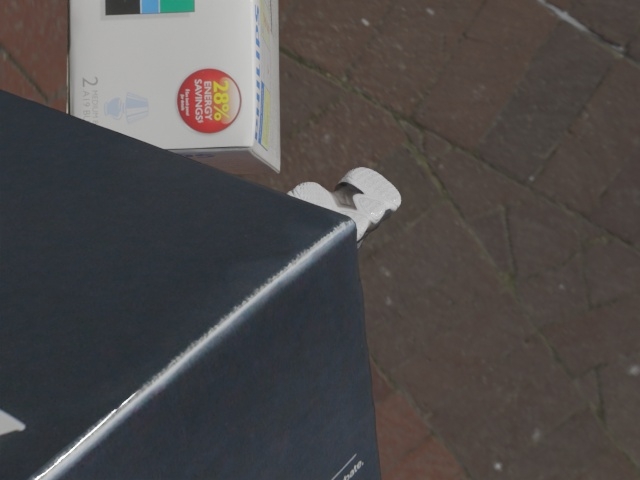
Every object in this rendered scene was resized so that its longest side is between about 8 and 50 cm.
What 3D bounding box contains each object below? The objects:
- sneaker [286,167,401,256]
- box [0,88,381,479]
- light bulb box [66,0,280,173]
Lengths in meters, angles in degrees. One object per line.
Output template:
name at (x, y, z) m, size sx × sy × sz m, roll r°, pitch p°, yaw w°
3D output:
sneaker at (0.000, 0.000, 1.494) m, size 0.101 × 0.269 × 0.153 m, roll 42°, pitch 121°, yaw 14°
box at (-0.140, 0.152, 0.601) m, size 0.212 × 0.294 × 0.395 m, roll -40°, pitch 138°, yaw -36°
light bulb box at (-0.175, -0.270, 1.452) m, size 0.225 × 0.361 × 0.357 m, roll -1°, pitch 89°, yaw 3°
